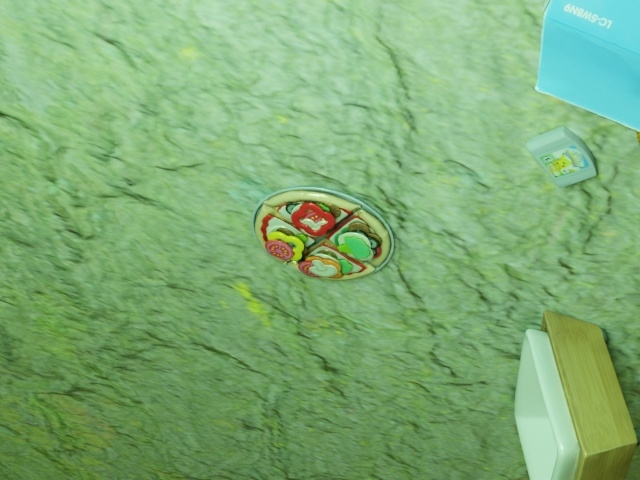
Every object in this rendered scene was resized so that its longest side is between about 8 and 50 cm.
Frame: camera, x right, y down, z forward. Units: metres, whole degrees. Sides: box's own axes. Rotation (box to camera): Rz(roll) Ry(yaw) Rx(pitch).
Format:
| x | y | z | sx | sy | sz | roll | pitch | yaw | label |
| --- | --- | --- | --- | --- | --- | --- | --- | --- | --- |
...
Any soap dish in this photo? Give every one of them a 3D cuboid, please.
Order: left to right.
| x | y | z | sx | sy | sz | roll | pitch | yaw | label |
| --- | --- | --- | --- | --- | --- | --- | --- | --- | --- |
| 0.368 | 0.272 | 1.379 | 0.118 | 0.229 | 0.291 | -8 | 141 | 2 | soap dish |

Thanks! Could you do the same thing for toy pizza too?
| x | y | z | sx | sy | sz | roll | pitch | yaw | label |
| --- | --- | --- | --- | --- | --- | --- | --- | --- | --- |
| 0.000 | 0.000 | 1.291 | 0.201 | 0.032 | 0.201 | 9 | 143 | 7 | toy pizza |

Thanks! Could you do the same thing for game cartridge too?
| x | y | z | sx | sy | sz | roll | pitch | yaw | label |
| --- | --- | --- | --- | --- | --- | --- | --- | --- | --- |
| 0.283 | -0.096 | 1.090 | 0.056 | 0.017 | 0.083 | -23 | 130 | 34 | game cartridge |

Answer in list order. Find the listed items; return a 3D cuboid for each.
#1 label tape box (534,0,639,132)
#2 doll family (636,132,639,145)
| x | y | z | sx | sy | sz | roll | pitch | yaw | label |
| --- | --- | --- | --- | --- | --- | --- | --- | --- | --- |
| 0.292 | -0.211 | 0.671 | 0.240 | 0.333 | 0.106 | 20 | 143 | -8 | label tape box |
| 0.401 | -0.130 | 0.950 | 0.163 | 0.118 | 0.263 | -13 | 154 | 22 | doll family |
